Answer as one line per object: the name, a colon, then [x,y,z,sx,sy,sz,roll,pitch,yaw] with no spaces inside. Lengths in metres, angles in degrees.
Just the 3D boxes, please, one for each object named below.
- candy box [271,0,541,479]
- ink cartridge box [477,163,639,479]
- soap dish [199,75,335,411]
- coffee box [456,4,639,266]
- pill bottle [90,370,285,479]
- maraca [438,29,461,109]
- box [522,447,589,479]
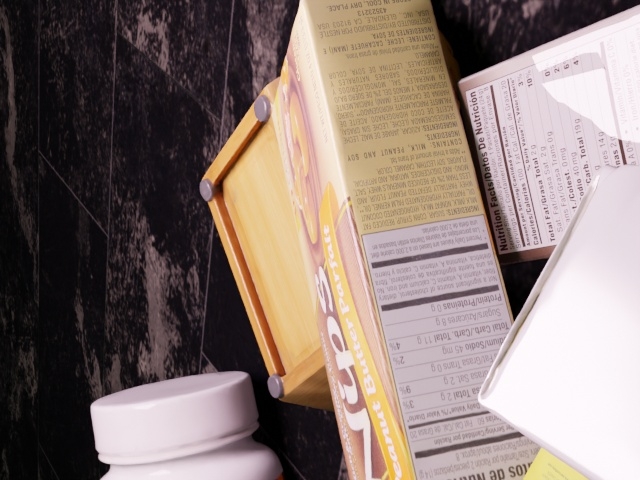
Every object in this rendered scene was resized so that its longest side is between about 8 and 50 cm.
candy box: [0.046,0.022,0.674,0.183,0.087,0.316,116,143,-73]
ink cartridge box: [0.239,0.099,0.441,0.211,0.289,0.121,29,91,53]
soap dish: [0.000,0.000,0.986,0.229,0.118,0.291,-45,62,54]
coffee box: [0.230,-0.069,0.538,0.297,0.168,0.119,-14,87,60]
pill bottle: [-0.138,0.362,1.221,0.224,0.224,0.392,-8,92,59]
maraca: [0.064,-0.137,0.867,0.127,0.099,0.186,121,155,-52]
box: [0.210,0.185,0.550,0.058,0.232,0.087,-60,23,2]
